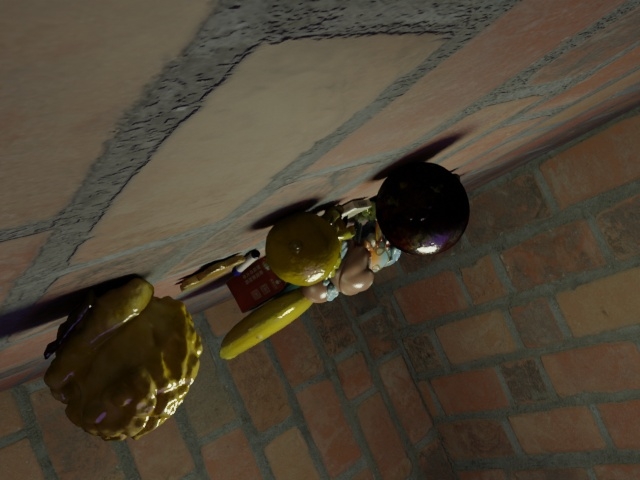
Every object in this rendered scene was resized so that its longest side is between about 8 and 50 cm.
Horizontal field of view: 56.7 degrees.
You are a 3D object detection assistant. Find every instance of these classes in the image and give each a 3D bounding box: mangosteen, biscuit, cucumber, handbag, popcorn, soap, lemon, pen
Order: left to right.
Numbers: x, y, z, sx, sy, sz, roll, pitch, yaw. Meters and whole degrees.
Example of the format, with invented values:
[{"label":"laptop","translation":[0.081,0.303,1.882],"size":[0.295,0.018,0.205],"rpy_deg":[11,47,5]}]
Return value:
[{"label":"popcorn","translation":[-0.443,0.247,1.307],"size":[0.348,0.349,0.382],"rpy_deg":[-24,137,-4]},{"label":"biscuit","translation":[-0.333,0.100,1.727],"size":[0.153,0.030,0.234],"rpy_deg":[-18,173,-46]},{"label":"pen","translation":[-0.238,0.073,1.879],"size":[0.033,0.033,0.269],"rpy_deg":[-22,175,-25]},{"label":"handbag","translation":[-0.186,0.131,2.193],"size":[0.298,0.151,0.171],"rpy_deg":[-34,174,29]},{"label":"soap","translation":[-0.187,0.288,2.206],"size":[0.427,0.115,0.306],"rpy_deg":[-35,171,30]},{"label":"lemon","translation":[-0.043,0.019,1.398],"size":[0.178,0.179,0.203],"rpy_deg":[-24,174,3]},{"label":"popcorn","translation":[0.002,0.009,1.562],"size":[0.195,0.169,0.173],"rpy_deg":[-32,152,23]},{"label":"cucumber","translation":[0.211,-0.106,1.913],"size":[0.072,0.072,0.300],"rpy_deg":[-26,175,26]},{"label":"mangosteen","translation":[0.260,-0.082,1.485],"size":[0.231,0.232,0.289],"rpy_deg":[-26,180,20]}]

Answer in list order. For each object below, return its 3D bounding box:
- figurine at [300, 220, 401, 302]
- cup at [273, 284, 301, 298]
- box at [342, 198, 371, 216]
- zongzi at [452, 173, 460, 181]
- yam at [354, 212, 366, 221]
[{"label":"figurine","translation":[0.113,0.056,2.101],"size":[0.248,0.277,0.388],"rpy_deg":[18,-152,20]},{"label":"cup","translation":[-0.140,0.166,2.485],"size":[0.289,0.220,0.257],"rpy_deg":[8,178,7]},{"label":"box","translation":[0.033,-0.061,1.736],"size":[0.220,0.032,0.122],"rpy_deg":[-26,175,28]},{"label":"zongzi","translation":[0.394,-0.187,2.060],"size":[0.154,0.062,0.130],"rpy_deg":[-16,-175,-19]},{"label":"yam","translation":[0.149,-0.091,1.939],"size":[0.094,0.043,0.043],"rpy_deg":[-20,174,-28]}]
